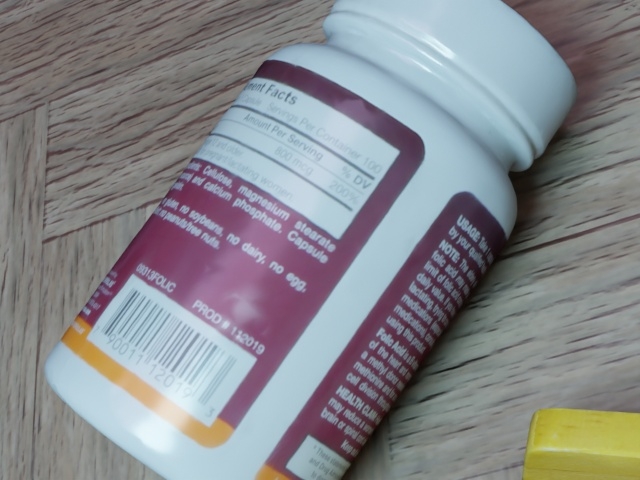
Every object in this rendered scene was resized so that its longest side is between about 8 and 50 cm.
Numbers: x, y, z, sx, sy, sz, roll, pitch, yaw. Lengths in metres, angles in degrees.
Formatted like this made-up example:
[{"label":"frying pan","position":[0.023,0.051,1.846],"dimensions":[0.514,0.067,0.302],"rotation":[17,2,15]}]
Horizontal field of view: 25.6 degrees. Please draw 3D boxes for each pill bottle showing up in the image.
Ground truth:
[{"label":"pill bottle","position":[0.000,0.000,1.020],"dimensions":[0.224,0.224,0.392],"rotation":[30,81,39]}]

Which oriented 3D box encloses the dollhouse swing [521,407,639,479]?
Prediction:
[{"label":"dollhouse swing","position":[0.155,0.242,0.735],"dimensions":[0.315,0.305,0.347],"rotation":[1,65,31]}]
